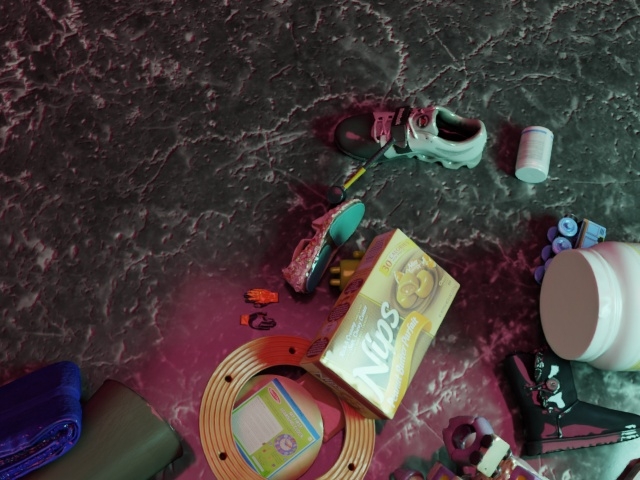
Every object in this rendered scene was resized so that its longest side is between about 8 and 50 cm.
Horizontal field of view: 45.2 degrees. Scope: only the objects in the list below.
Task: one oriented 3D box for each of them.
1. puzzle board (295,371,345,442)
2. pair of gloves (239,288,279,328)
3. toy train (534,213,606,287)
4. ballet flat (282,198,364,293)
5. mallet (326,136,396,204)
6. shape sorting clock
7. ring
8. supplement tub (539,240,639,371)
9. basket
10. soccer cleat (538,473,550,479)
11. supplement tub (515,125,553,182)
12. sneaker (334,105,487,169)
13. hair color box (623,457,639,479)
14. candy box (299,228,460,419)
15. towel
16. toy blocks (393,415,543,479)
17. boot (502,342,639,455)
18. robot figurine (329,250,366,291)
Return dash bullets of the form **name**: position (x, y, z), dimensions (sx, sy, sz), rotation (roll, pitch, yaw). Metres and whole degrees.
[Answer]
- **puzzle board**: position (0.005, 0.312, 1.492), dimensions (0.096, 0.011, 0.128), rotation (-37, 73, -14)
- **pair of gloves**: position (-0.123, 0.138, 1.556), dimensions (0.074, 0.010, 0.083), rotation (6, 69, 0)
- **toy train**: position (0.514, 0.035, 1.584), dimensions (0.105, 0.080, 0.184), rotation (24, 69, 1)
- **ballet flat**: position (0.000, 0.000, 1.580), dimensions (0.077, 0.091, 0.241), rotation (21, 64, 30)
- **mallet**: position (0.087, -0.146, 1.622), dimensions (0.189, 0.062, 0.039), rotation (-43, 86, 1)
- **shape sorting clock**: position (-0.098, 0.358, 1.452), dimensions (0.206, 0.040, 0.206), rotation (0, 78, 0)
- **ring**: position (-0.059, 0.336, 1.409), dimensions (0.336, 0.032, 0.337), rotation (9, 62, -17)
- **supplement tub**: position (0.609, 0.124, 1.437), dimensions (0.331, 0.241, 0.241), rotation (3, 68, -13)
- **basket**: position (-0.390, 0.384, 1.333), dimensions (0.204, 0.154, 0.227), rotation (32, 49, 19)
- **soccer cleat**: position (0.433, 0.480, 1.403), dimensions (0.196, 0.076, 0.068), rotation (30, 70, 10)
- **supplement tub**: position (0.465, -0.188, 1.673), dimensions (0.070, 0.071, 0.107), rotation (15, 68, 4)
- **sneaker**: position (0.194, -0.241, 1.648), dimensions (0.330, 0.146, 0.123), rotation (3, 70, 1)
- **hair color box**: position (0.644, 0.490, 1.420), dimensions (0.167, 0.053, 0.093), rotation (42, 72, 12)
- **candy box**: position (0.119, 0.157, 1.461), dimensions (0.183, 0.087, 0.317), rotation (41, 63, -15)
- **towel**: position (-0.521, 0.322, 1.336), dimensions (0.227, 0.308, 0.076), rotation (-23, 107, -12)
- **toy blocks**: position (0.208, 0.438, 1.315), dimensions (0.289, 0.309, 0.260), rotation (-53, 37, -6)
- **boot**: position (0.487, 0.291, 1.470), dimensions (0.246, 0.094, 0.207), rotation (-8, 73, 1)
- **robot figurine**: position (0.075, 0.072, 1.558), dimensions (0.115, 0.067, 0.101), rotation (1, 86, -4)
